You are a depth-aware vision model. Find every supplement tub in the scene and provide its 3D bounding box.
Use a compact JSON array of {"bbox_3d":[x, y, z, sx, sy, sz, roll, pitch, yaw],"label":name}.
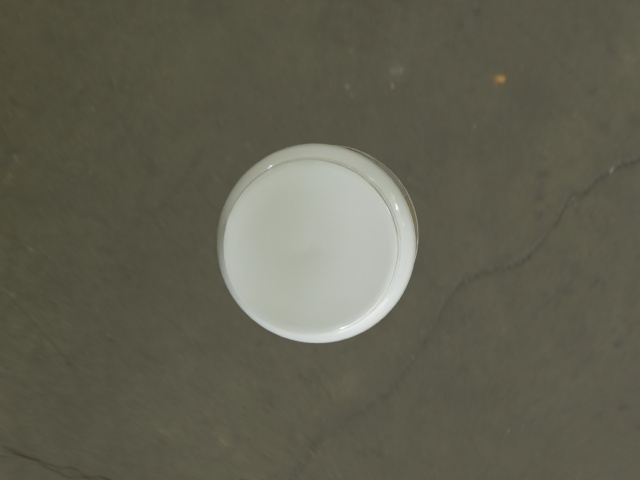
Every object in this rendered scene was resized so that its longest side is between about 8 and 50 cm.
[{"bbox_3d":[0.000,0.000,1.200,0.144,0.199,0.144,0,93,5],"label":"supplement tub"}]
